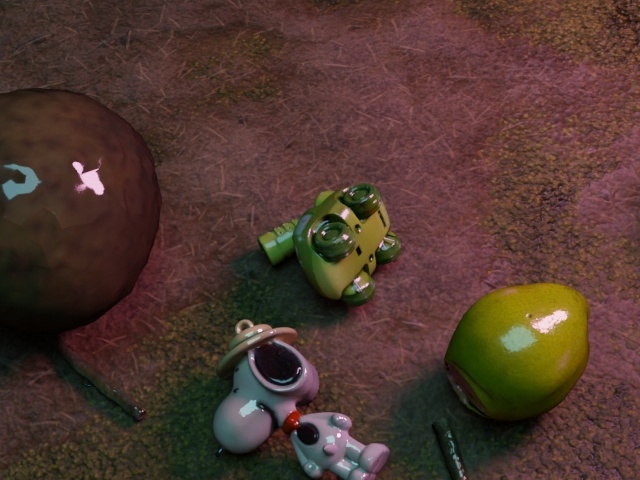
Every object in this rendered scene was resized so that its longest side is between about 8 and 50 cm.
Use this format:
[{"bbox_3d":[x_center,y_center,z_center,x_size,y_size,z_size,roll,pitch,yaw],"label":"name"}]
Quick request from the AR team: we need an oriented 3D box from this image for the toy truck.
[{"bbox_3d":[0.020,-0.008,1.512,0.187,0.148,0.211,-41,37,-20],"label":"toy truck"}]

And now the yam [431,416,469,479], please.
[{"bbox_3d":[0.194,0.315,1.333,0.033,0.027,0.129,-16,56,-6],"label":"yam"}]

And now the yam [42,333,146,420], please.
[{"bbox_3d":[-0.357,0.207,1.451,0.234,0.029,0.027,33,36,25],"label":"yam"}]

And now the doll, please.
[{"bbox_3d":[-0.025,0.239,1.350,0.272,0.144,0.208,12,78,16],"label":"doll"}]

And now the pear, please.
[{"bbox_3d":[0.293,0.156,1.338,0.220,0.187,0.187,-30,58,-11],"label":"pear"}]

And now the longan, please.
[{"bbox_3d":[-0.429,-0.041,1.423,0.391,0.391,0.391,-2,55,3],"label":"longan"}]
